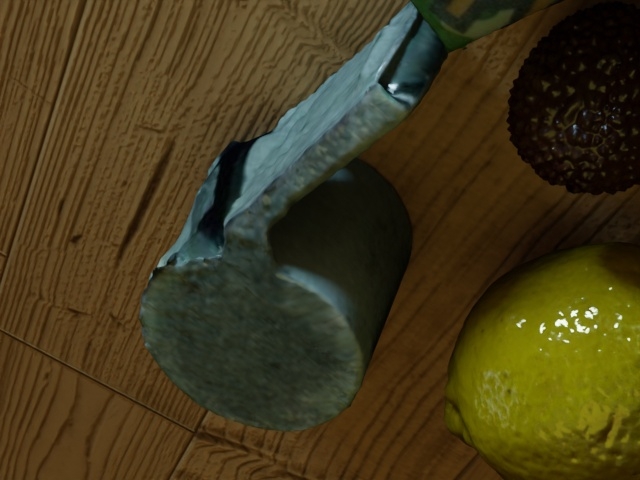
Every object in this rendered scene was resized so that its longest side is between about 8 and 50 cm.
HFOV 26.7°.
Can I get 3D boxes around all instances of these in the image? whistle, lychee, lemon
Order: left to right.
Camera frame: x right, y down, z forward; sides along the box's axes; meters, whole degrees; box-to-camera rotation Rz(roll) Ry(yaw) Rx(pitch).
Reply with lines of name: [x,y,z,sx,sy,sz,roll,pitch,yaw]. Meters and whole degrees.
whistle: [-0.024,-0.020,1.059,0.188,0.168,0.405,17,132,8]
lemon: [0.210,0.103,1.044,0.260,0.204,0.204,-24,118,30]
lychee: [0.188,-0.098,0.916,0.123,0.123,0.129,7,122,19]

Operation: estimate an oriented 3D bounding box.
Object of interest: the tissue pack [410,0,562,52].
tissue pack: [0.148,-0.268,0.766,0.310,0.128,0.228,-21,118,37]
